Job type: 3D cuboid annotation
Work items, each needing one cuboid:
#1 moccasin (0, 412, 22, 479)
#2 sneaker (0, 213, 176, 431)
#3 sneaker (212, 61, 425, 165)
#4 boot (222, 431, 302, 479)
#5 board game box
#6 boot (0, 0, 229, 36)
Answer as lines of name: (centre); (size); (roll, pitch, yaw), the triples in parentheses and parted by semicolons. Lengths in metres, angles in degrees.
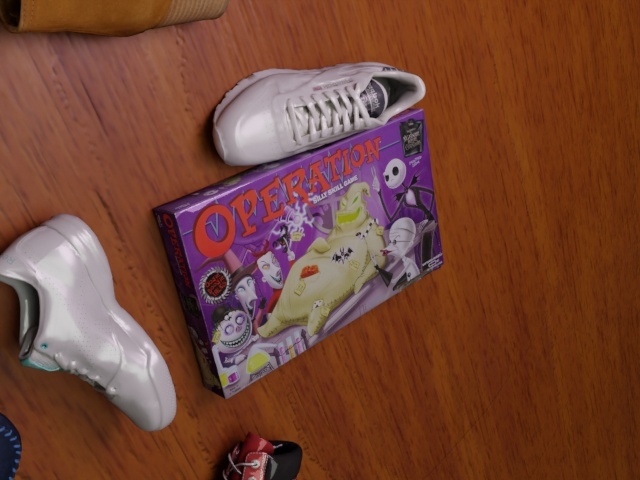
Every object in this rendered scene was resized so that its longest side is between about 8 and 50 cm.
moccasin: (-0.327, 0.282, 0.520); (0.138, 0.117, 0.341); (43, 71, -39)
sneaker: (-0.202, 0.089, 0.609); (0.094, 0.080, 0.212); (-41, 115, -41)
sneaker: (-0.001, -0.135, 0.733); (0.235, 0.095, 0.090); (-28, 119, -33)
boot: (-0.112, 0.293, 0.740); (0.244, 0.088, 0.176); (-9, 105, -49)
board game box: (0.000, 0.000, 0.798); (0.347, 0.056, 0.208); (-28, 113, -34)
boot: (-0.151, -0.301, 0.536); (0.211, 0.104, 0.294); (-18, 122, -47)
